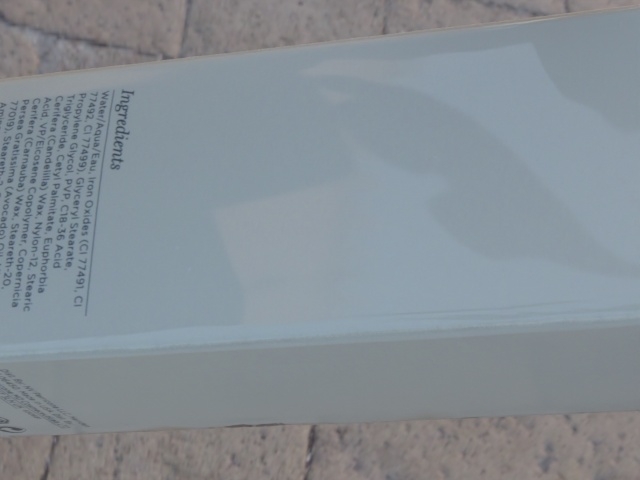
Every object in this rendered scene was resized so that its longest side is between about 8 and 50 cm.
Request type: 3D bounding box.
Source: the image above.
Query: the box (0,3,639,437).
[{"bbox_3d":[0.000,0.000,0.414,0.275,0.094,0.113,-3,64,14],"label":"box"}]
